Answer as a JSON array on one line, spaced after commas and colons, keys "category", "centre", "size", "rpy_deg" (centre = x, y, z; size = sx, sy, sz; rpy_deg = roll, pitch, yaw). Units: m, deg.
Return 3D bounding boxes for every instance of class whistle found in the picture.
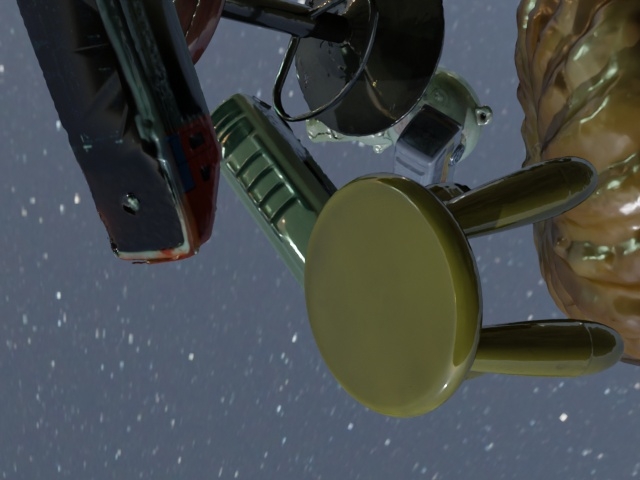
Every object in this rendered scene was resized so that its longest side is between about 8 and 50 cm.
[{"category": "whistle", "centre": [0.099, -0.150, 1.579], "size": [0.258, 0.126, 0.067], "rpy_deg": [-1, -158, 32]}]

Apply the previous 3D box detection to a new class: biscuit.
[{"category": "biscuit", "centre": [0.205, -0.063, 0.938], "size": [0.107, 0.326, 0.326], "rpy_deg": [-11, -119, 4]}]

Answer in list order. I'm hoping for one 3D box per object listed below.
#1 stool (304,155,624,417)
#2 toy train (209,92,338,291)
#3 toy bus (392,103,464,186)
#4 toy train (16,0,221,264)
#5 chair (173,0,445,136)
[{"category": "stool", "centre": [0.066, 0.020, 0.601], "size": [0.110, 0.135, 0.134], "rpy_deg": [-7, -137, -38]}, {"category": "toy train", "centre": [0.000, 0.000, 1.291], "size": [0.086, 0.088, 0.407], "rpy_deg": [-43, -127, 8]}, {"category": "toy bus", "centre": [0.117, -0.072, 1.466], "size": [0.064, 0.190, 0.075], "rpy_deg": [34, -116, 19]}, {"category": "toy train", "centre": [-0.157, -0.185, 0.866], "size": [0.089, 0.086, 0.409], "rpy_deg": [-40, -63, -54]}, {"category": "chair", "centre": [-0.084, -0.238, 1.273], "size": [0.401, 0.226, 0.227], "rpy_deg": [6, -127, -45]}]
